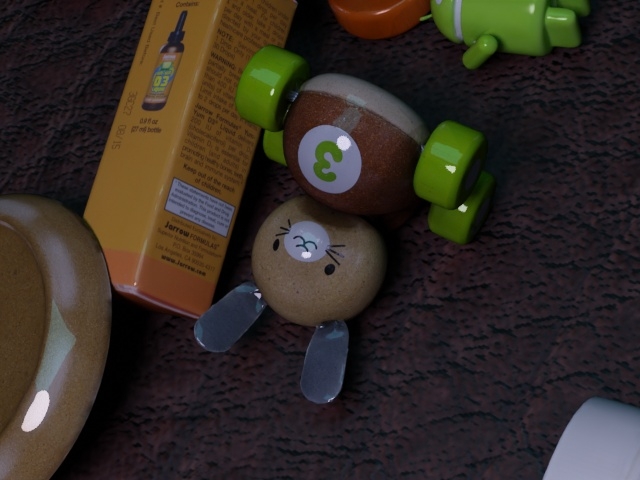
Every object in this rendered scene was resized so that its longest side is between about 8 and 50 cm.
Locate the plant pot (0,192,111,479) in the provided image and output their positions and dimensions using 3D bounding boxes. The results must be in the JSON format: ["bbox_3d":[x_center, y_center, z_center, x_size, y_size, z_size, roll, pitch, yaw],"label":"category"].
[{"bbox_3d":[-0.235,0.074,0.906,0.236,0.032,0.236,-16,61,31],"label":"plant pot"}]

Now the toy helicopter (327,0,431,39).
[{"bbox_3d":[-0.077,-0.269,1.062,0.355,0.140,0.235,-6,58,18],"label":"toy helicopter"}]

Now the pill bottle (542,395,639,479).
[{"bbox_3d":[0.256,0.180,0.669,0.301,0.169,0.169,18,66,24],"label":"pill bottle"}]

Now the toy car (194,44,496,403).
[{"bbox_3d":[0.000,0.000,0.879,0.155,0.149,0.188,25,80,17],"label":"toy car"}]

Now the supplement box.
[{"bbox_3d":[-0.091,-0.069,0.930,0.078,0.080,0.233,7,78,42],"label":"supplement box"}]

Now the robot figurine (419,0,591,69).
[{"bbox_3d":[0.129,-0.167,0.977,0.115,0.067,0.101,13,76,23],"label":"robot figurine"}]
